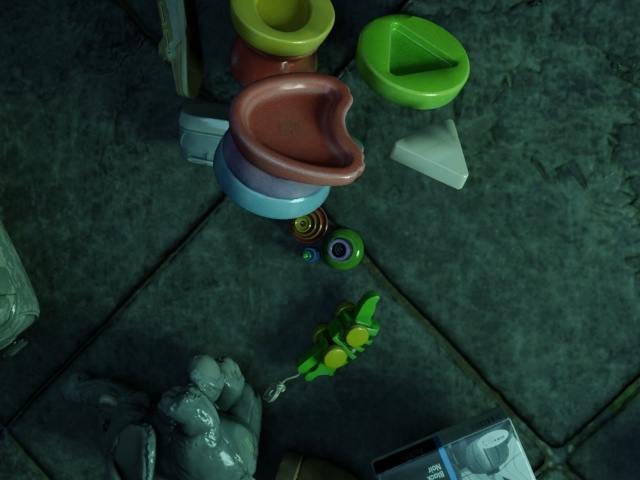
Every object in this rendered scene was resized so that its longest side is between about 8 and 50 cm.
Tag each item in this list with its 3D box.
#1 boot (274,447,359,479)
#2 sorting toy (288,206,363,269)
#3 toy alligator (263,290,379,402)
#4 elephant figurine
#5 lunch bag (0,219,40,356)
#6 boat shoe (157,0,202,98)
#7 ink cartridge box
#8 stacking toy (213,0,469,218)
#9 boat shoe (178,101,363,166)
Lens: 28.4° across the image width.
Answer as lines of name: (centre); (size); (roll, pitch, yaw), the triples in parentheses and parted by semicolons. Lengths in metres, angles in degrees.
boot: (-0.028, 0.411, 1.510); (0.115, 0.112, 0.305); (15, 95, 2)
sorting toy: (0.000, 0.000, 1.507); (0.102, 0.042, 0.061); (37, 101, 9)
toy alligator: (0.013, 0.136, 1.509); (0.189, 0.056, 0.051); (-45, 123, 12)
elephant figurine: (-0.196, 0.241, 1.530); (0.239, 0.186, 0.169); (-23, 126, 24)
lunch bag: (-0.477, 0.010, 1.519); (0.212, 0.256, 0.305); (-28, 85, 13)
boat shoe: (-0.173, -0.237, 1.537); (0.045, 0.050, 0.135); (-7, 81, 18)
ink cartridge box: (0.195, 0.369, 1.422); (0.165, 0.065, 0.332); (-24, 99, 0)
stacking toy: (0.017, -0.139, 1.418); (0.279, 0.309, 0.130); (11, 140, -10)
boat shoe: (-0.061, -0.106, 1.507); (0.227, 0.079, 0.081); (13, 118, 12)
